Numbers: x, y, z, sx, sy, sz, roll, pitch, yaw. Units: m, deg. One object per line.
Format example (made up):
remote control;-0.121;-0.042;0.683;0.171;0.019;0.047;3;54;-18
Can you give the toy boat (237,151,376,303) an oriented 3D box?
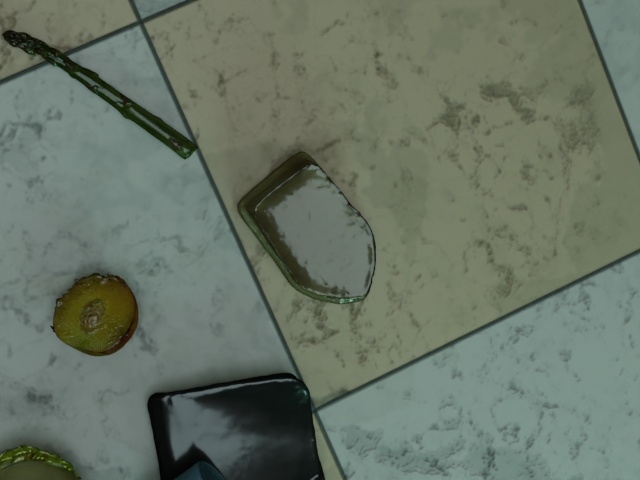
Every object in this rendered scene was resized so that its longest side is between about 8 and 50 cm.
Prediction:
toy boat;0.000;0.000;1.483;0.116;0.061;0.188;-39;103;-6

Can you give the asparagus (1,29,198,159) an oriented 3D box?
asparagus;-0.245;-0.167;1.432;0.248;0.025;0.024;34;131;-14

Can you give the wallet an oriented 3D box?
wallet;-0.082;0.344;1.508;0.197;0.051;0.377;-8;99;-9

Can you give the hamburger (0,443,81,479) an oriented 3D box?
hamburger;-0.325;0.298;1.434;0.126;0.081;0.141;-31;114;-5

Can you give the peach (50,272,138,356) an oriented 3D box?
peach;-0.249;0.086;1.438;0.098;0.061;0.098;-1;70;4

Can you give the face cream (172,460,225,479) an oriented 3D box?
face cream;-0.212;0.348;1.438;0.250;0.077;0.077;-36;102;8
